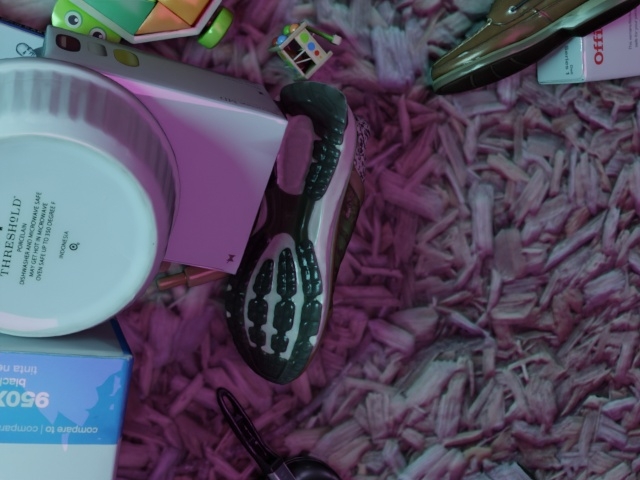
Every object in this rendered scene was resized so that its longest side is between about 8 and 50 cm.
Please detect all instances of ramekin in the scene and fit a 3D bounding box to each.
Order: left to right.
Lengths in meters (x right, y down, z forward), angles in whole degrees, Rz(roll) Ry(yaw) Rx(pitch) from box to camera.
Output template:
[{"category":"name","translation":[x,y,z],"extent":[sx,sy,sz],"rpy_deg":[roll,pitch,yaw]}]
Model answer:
[{"category":"ramekin","translation":[-0.267,-0.028,0.739],"extent":[0.273,0.127,0.272],"rpy_deg":[-8,121,-13]}]

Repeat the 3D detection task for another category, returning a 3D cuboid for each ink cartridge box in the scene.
[{"category":"ink cartridge box","translation":[-0.334,0.276,0.869],"extent":[0.166,0.285,0.394],"rpy_deg":[7,96,-22]},{"category":"ink cartridge box","translation":[0.479,-0.359,1.198],"extent":[0.278,0.117,0.201],"rpy_deg":[-11,102,-20]}]

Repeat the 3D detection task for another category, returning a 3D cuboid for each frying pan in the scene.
[{"category":"frying pan","translation":[-0.031,0.356,1.124],"extent":[0.197,0.053,0.326],"rpy_deg":[-8,86,-42]}]

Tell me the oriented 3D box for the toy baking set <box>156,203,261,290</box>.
[{"category":"toy baking set","translation":[-0.179,-0.032,1.028],"extent":[0.256,0.030,0.196],"rpy_deg":[-20,102,-20]}]

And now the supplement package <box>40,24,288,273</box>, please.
[{"category":"supplement package","translation":[-0.202,-0.101,0.881],"extent":[0.262,0.145,0.204],"rpy_deg":[11,114,-23]}]

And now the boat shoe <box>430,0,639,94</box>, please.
[{"category":"boat shoe","translation":[0.289,-0.312,1.091],"extent":[0.307,0.111,0.104],"rpy_deg":[-24,83,19]}]

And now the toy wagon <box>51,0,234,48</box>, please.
[{"category":"toy wagon","translation":[-0.210,-0.337,0.893],"extent":[0.267,0.068,0.344],"rpy_deg":[33,101,-23]}]

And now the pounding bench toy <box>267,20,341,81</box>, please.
[{"category":"pounding bench toy","translation":[-0.020,-0.269,1.041],"extent":[0.083,0.052,0.065],"rpy_deg":[-46,112,-10]}]

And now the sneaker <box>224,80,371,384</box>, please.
[{"category":"sneaker","translation":[0.000,0.000,1.040],"extent":[0.182,0.158,0.410],"rpy_deg":[-4,111,-56]}]

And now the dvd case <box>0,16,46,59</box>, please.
[{"category":"dvd case","translation":[-0.377,-0.168,0.891],"extent":[0.239,0.029,0.179],"rpy_deg":[17,112,-24]}]
